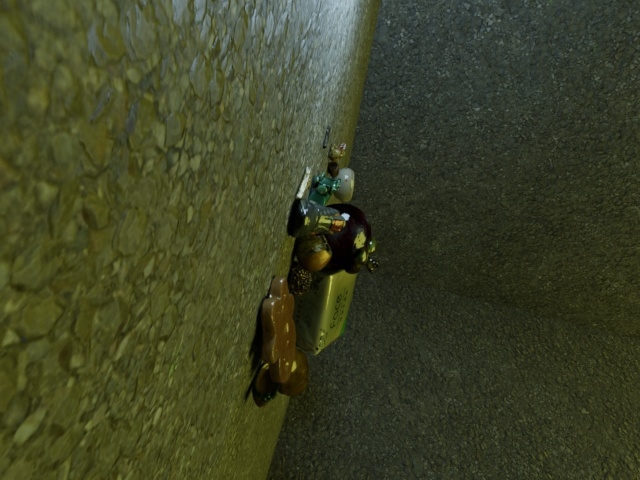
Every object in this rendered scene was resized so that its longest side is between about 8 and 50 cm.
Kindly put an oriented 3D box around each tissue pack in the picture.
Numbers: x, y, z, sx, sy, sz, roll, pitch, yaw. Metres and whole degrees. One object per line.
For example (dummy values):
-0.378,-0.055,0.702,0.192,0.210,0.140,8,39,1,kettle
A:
0.013,0.288,2.001,0.332,0.205,0.405,-16,120,-58,tissue pack

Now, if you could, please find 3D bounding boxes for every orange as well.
-0.027,0.042,1.617,0.156,0.134,0.156,-16,90,-86,orange

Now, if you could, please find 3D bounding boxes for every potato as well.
-0.141,0.604,1.941,0.195,0.176,0.369,-31,152,-13,potato

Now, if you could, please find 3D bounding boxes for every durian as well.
-0.080,0.164,1.650,0.188,0.091,0.148,-58,161,-70,durian

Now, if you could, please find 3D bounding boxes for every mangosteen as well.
0.089,-0.008,1.816,0.330,0.330,0.330,14,90,-85,mangosteen

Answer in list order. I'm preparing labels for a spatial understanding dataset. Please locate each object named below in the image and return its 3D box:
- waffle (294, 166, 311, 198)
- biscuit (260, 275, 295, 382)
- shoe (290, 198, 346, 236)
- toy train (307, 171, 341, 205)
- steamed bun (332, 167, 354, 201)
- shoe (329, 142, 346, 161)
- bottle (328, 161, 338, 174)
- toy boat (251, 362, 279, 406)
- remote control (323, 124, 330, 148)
-0.057,-0.161,1.382,0.097,0.023,0.152,96,7,-52,waffle
-0.132,0.292,1.321,0.275,0.052,0.355,-74,163,-52,biscuit
0.001,-0.064,1.448,0.336,0.171,0.132,-51,155,-81,shoe
0.009,-0.193,1.716,0.159,0.101,0.248,-64,178,18,toy train
0.132,-0.334,2.491,0.228,0.131,0.177,90,4,-65,steamed bun
0.080,-0.425,1.991,0.109,0.072,0.069,-27,167,-38,shoe
0.067,-0.360,2.113,0.140,0.053,0.053,55,49,-84,bottle
-0.175,0.462,1.384,0.088,0.089,0.229,-56,-169,21,toy boat
0.027,-0.422,1.700,0.039,0.014,0.096,61,41,-83,remote control
